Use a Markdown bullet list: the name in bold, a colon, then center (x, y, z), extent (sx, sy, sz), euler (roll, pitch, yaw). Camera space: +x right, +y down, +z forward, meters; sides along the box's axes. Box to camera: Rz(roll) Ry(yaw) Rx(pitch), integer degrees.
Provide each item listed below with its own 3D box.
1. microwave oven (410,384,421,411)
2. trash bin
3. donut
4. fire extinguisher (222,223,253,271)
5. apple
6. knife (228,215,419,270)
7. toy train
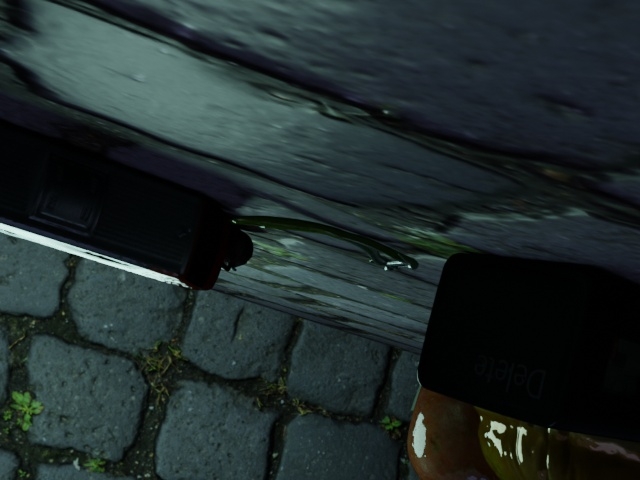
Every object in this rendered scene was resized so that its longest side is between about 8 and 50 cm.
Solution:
- **microwave oven**: center (0.274, 0.246, 1.786), extent (0.205, 0.163, 0.129), euler (21, 171, -8)
- **trash bin**: center (0.220, 0.098, 0.883), extent (0.225, 0.115, 0.165), euler (19, 174, -32)
- **donut**: center (0.381, 0.236, 1.272), extent (0.448, 0.198, 0.449), euler (15, 174, 2)
- **fire extinguisher**: center (-0.106, 0.002, 1.139), extent (0.078, 0.045, 0.157), euler (55, -176, 16)
- **apple**: center (0.251, 0.266, 1.583), extent (0.253, 0.254, 0.253), euler (16, 174, 2)
- **knife**: center (0.001, -0.003, 0.960), extent (0.166, 0.023, 0.078), euler (17, 167, -15)
- **toy train**: center (-0.252, -0.046, 0.954), extent (0.409, 0.086, 0.089), euler (20, 171, -27)
